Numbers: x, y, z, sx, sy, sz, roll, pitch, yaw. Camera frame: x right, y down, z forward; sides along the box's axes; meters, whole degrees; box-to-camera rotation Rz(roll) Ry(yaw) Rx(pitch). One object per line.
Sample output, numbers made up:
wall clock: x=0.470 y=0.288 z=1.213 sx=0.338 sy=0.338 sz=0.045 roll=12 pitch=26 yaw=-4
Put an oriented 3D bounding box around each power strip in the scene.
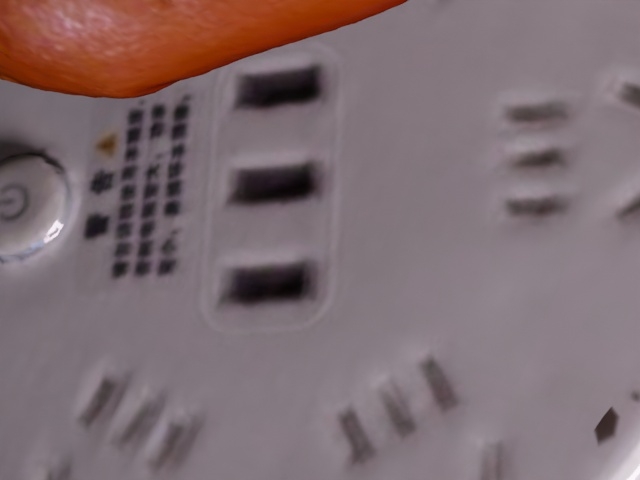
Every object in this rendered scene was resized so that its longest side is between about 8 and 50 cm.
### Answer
power strip: x=0.023 y=0.000 z=0.723 sx=0.357 sy=0.357 sz=0.161 roll=-16 pitch=157 yaw=19

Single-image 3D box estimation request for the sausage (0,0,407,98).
sausage: x=0.014 y=-0.117 z=0.540 sx=0.348 sy=0.094 sz=0.097 roll=-15 pitch=150 yaw=38
